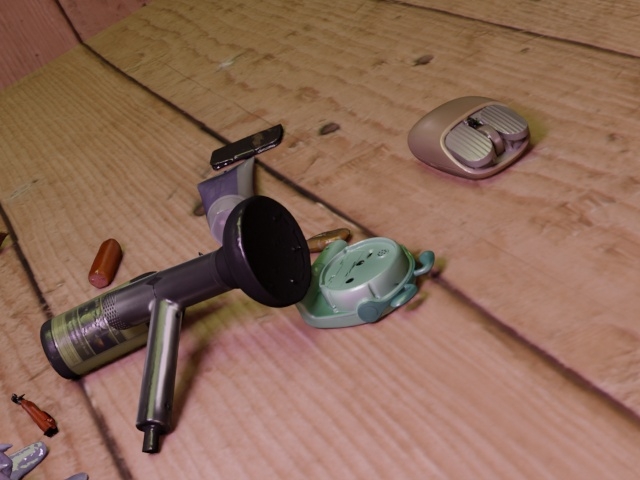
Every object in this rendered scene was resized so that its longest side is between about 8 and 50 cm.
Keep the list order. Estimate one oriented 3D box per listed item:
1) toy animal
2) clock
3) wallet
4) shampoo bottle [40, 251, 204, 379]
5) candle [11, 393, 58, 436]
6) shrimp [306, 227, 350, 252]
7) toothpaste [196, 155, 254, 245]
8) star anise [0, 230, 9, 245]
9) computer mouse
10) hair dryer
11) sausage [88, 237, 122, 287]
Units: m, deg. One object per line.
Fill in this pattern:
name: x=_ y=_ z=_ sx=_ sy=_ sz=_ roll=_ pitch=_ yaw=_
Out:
toy animal: x=-0.446 y=0.351 z=1.543 sx=0.255 sy=0.176 sz=0.239 roll=5 pitch=28 yaw=-11
clock: x=0.065 y=0.053 z=1.604 sx=0.188 sy=0.060 sz=0.148 roll=-8 pitch=33 yaw=35
wallet: x=-0.147 y=-0.185 z=2.287 sx=0.157 sy=0.018 sz=0.082 roll=-20 pitch=27 yaw=14
shampoo bottle: x=-0.290 y=0.114 z=1.786 sx=0.284 sy=0.101 sz=0.101 roll=-26 pitch=26 yaw=5
candle: x=-0.435 y=0.261 z=1.752 sx=0.026 sy=0.021 sz=0.167 roll=-56 pitch=33 yaw=-9
shrimp: x=0.000 y=0.000 z=1.809 sx=0.108 sy=0.023 sz=0.059 roll=-11 pitch=21 yaw=32
toothpaste: x=-0.164 y=-0.082 z=2.060 sx=0.125 sy=0.080 sz=0.371 roll=-27 pitch=21 yaw=2
star anise: x=-0.762 y=0.009 z=2.424 sx=0.212 sy=0.111 sz=0.196 roll=-10 pitch=36 yaw=18
computer mouse: x=0.229 y=-0.169 z=1.827 sx=0.145 sy=0.082 sz=0.236 roll=-33 pitch=25 yaw=-12
hair dryer: x=-0.156 y=0.132 z=1.592 sx=0.320 sy=0.156 sz=0.284 roll=-30 pitch=62 yaw=27
sausage: x=-0.389 y=0.039 z=2.089 sx=0.041 sy=0.039 sz=0.131 roll=-28 pitch=24 yaw=18
